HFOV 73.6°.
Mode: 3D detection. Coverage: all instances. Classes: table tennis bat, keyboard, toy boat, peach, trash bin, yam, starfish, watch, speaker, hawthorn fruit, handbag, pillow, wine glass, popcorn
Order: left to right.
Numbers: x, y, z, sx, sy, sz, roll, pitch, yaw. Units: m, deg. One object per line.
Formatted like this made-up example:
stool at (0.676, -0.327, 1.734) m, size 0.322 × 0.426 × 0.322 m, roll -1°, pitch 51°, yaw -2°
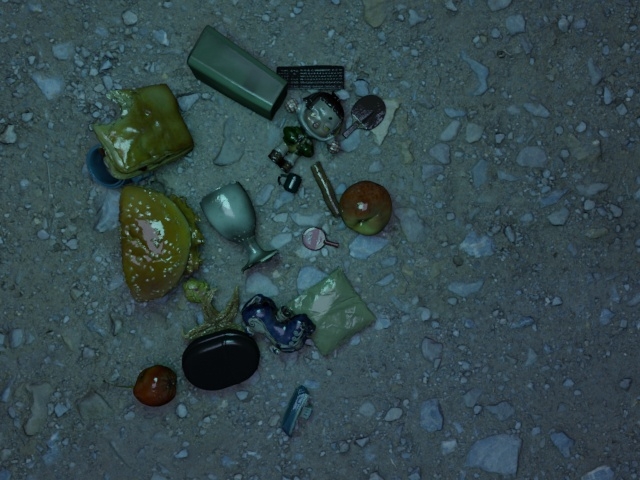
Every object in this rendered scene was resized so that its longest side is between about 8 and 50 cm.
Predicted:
watch at (-0.777, -0.285, 1.634) m, size 0.193 × 0.211 × 0.211 m, roll -21°, pitch 94°, yaw 18°
hawthorn fruit at (-0.712, 0.580, 1.684) m, size 0.285 × 0.165 × 0.165 m, roll -8°, pitch 93°, yaw 2°
popcorn at (-0.500, 0.201, 1.705) m, size 0.089 × 0.109 × 0.097 m, roll -4°, pitch 57°, yaw 34°
handbag at (-0.390, 0.479, 1.692) m, size 0.307 × 0.093 × 0.254 m, roll -17°, pitch 115°, yaw -3°
starfish at (-0.393, 0.342, 1.735) m, size 0.299 × 0.060 × 0.302 m, roll -39°, pitch 108°, yaw -7°
wine glass at (-0.316, -0.058, 1.660) m, size 0.190 × 0.190 × 0.357 m, roll -31°, pitch 93°, yaw -2°
trash bin at (-0.305, -0.612, 1.623) m, size 0.343 × 0.223 × 0.158 m, roll 33°, pitch 90°, yaw -7°
speaker at (-0.126, -0.238, 1.735) m, size 0.094 × 0.060 × 0.075 m, roll 25°, pitch 91°, yaw 31°
toy boat at (-0.084, 0.709, 1.759) m, size 0.102 × 0.088 × 0.215 m, roll 25°, pitch 89°, yaw -8°
table tennis bat at (0.000, 0.000, 1.769) m, size 0.154 × 0.019 × 0.098 m, roll 16°, pitch 91°, yaw -2°
keyboard at (0.012, -0.654, 1.726) m, size 0.380 × 0.041 × 0.104 m, roll 0°, pitch 93°, yaw -4°
yam at (0.025, -0.207, 1.744) m, size 0.056 × 0.057 × 0.241 m, roll -25°, pitch 92°, yaw -2°
pillow at (0.047, 0.295, 1.754) m, size 0.274 × 0.076 × 0.281 m, roll -35°, pitch 95°, yaw -2°
table tennis bat at (0.174, -0.503, 1.755) m, size 0.220 × 0.019 × 0.130 m, roll -44°, pitch 93°, yaw -2°
peach at (0.180, -0.139, 1.697) m, size 0.232 × 0.232 × 0.233 m, roll 0°, pitch 93°, yaw -4°

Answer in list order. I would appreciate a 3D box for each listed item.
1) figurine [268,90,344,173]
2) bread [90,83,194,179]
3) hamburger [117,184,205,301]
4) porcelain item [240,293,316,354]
figurine at (-0.047, -0.432, 1.678) m, size 0.281 × 0.167 × 0.370 m, roll 40°, pitch 98°, yaw -20°
bread at (-0.628, -0.414, 1.535) m, size 0.191 × 0.370 × 0.314 m, roll -20°, pitch 99°, yaw 39°
hamburger at (-0.573, 0.001, 1.574) m, size 0.286 × 0.268 × 0.446 m, roll -7°, pitch 91°, yaw -7°
porcelain item at (-0.169, 0.322, 1.685) m, size 0.288 × 0.138 × 0.186 m, roll 40°, pitch 115°, yaw -6°
